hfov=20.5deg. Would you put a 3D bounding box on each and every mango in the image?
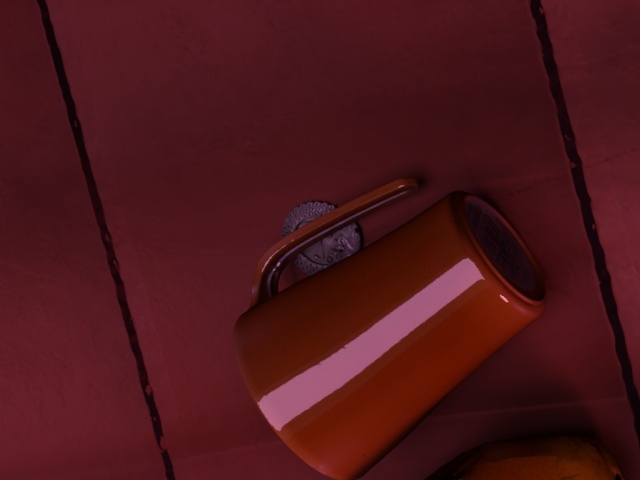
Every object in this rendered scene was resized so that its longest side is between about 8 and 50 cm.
[{"bbox_3d":[0.165,0.258,1.562,0.166,0.136,0.236,46,113,-5],"label":"mango"}]

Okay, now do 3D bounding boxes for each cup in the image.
[{"bbox_3d":[0.052,0.062,1.570,0.264,0.182,0.226,-37,61,21],"label":"cup"}]

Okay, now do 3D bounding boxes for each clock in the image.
[{"bbox_3d":[0.000,0.000,1.657,0.083,0.010,0.074,21,110,22],"label":"clock"}]
